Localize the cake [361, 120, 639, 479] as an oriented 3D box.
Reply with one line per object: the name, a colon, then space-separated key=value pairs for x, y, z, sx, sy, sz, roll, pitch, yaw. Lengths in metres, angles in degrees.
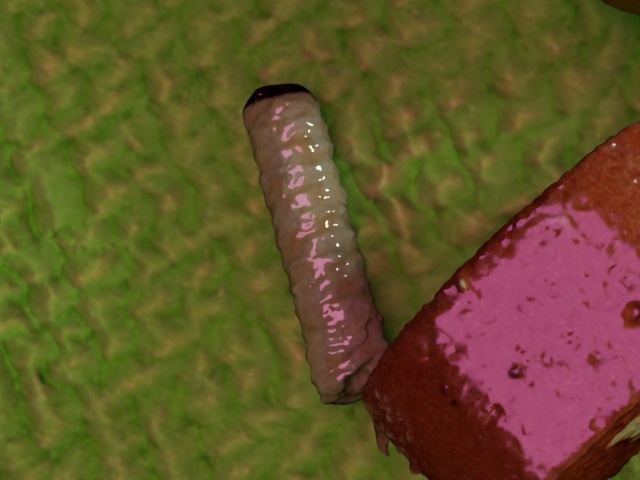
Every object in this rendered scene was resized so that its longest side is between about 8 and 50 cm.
cake: x=0.158 y=0.059 z=0.981 sx=0.283 sy=0.177 sz=0.151 roll=-42 pitch=78 yaw=7

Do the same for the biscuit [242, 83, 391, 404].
biscuit: x=0.000 y=0.000 z=1.088 sx=0.061 sy=0.055 sz=0.219 roll=-15 pitch=83 yaw=3

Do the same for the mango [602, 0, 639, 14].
mango: x=0.276 y=-0.221 z=0.958 sx=0.290 sy=0.160 sz=0.191 roll=2 pitch=127 yaw=-9
